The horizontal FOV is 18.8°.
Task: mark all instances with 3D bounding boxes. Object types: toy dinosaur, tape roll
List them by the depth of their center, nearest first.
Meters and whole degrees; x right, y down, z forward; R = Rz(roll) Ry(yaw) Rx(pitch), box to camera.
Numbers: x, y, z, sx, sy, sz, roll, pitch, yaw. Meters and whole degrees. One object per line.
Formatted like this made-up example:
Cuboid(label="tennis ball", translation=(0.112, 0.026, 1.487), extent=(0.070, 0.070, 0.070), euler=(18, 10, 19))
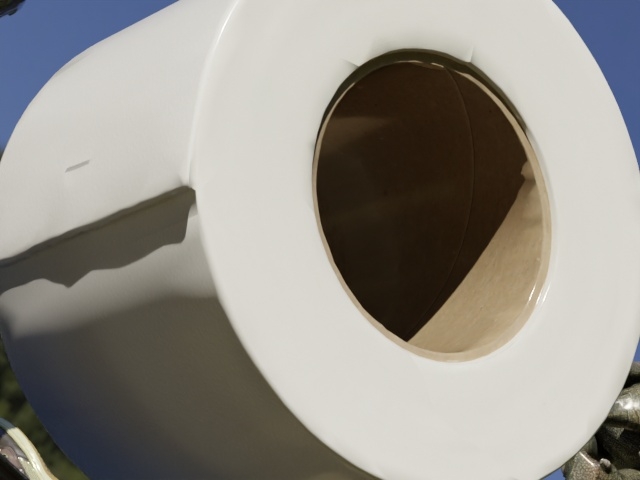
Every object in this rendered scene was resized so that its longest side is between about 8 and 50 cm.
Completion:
Cuboid(label="tape roll", translation=(0.000, 0.000, 0.846), extent=(0.246, 0.246, 0.169), euler=(43, -33, -21))
Cuboid(label="toy dinosaur", translation=(0.223, 0.134, 1.251), extent=(0.160, 0.121, 0.313), euler=(15, 6, -10))

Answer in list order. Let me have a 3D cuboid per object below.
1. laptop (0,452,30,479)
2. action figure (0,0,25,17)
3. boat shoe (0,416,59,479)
Cuboid(label="laptop", translation=(-0.157, 0.250, 0.956), extent=(0.382, 0.236, 0.408), euler=(44, -8, -4))
Cuboid(label="action figure", translation=(-0.295, -0.186, 1.181), extent=(0.178, 0.341, 0.330), euler=(44, -39, 9))
Cuboid(label="boat shoe", translation=(-0.220, 0.174, 1.364), extent=(0.152, 0.049, 0.056), euler=(36, -54, 36))
